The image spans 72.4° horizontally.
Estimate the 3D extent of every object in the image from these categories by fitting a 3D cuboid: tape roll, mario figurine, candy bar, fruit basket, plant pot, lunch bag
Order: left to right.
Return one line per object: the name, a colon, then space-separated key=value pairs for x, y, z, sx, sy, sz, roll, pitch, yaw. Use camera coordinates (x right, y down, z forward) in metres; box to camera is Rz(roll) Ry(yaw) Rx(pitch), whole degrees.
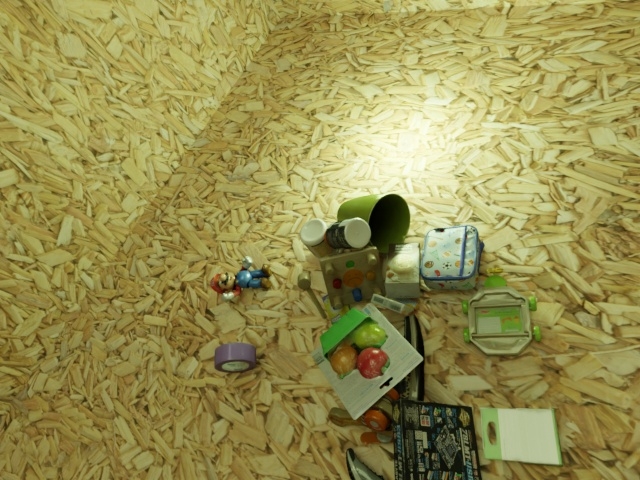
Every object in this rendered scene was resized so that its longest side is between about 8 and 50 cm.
tape roll: x=-0.390 y=0.540 z=2.008 sx=0.189 sy=0.189 sz=0.080 roll=-18 pitch=55 yaw=17
mario figurine: x=-0.423 y=0.198 z=2.243 sx=0.321 sy=0.170 sz=0.198 roll=-10 pitch=22 yaw=13
fruit basket: x=0.166 y=0.442 z=1.658 sx=0.327 sy=0.165 sz=0.353 roll=-41 pitch=46 yaw=-3
plant pot: x=0.223 y=-0.102 z=2.068 sx=0.294 sy=0.275 sz=0.274 roll=17 pitch=69 yaw=51
candy bar: x=0.357 y=0.260 z=1.902 sx=0.162 sy=0.018 sz=0.040 roll=17 pitch=70 yaw=35
lunch bag: x=0.553 y=0.063 z=1.833 sx=0.243 sy=0.115 sz=0.303 roll=-5 pitch=48 yaw=29

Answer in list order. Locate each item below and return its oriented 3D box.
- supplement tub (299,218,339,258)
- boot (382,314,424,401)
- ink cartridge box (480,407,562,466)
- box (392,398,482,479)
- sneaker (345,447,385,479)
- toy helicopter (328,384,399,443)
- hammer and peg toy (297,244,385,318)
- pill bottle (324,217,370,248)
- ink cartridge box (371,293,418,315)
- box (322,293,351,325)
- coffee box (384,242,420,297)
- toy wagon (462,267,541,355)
supplement tub: x=0.000 y=0.000 z=2.131 sx=0.145 sy=0.199 sz=0.144 roll=-13 pitch=56 yaw=20
boot: x=0.264 y=0.484 z=1.744 sx=0.285 sy=0.138 sz=0.377 roll=-7 pitch=64 yaw=24
ink cartridge box: x=0.671 y=0.656 z=1.472 sx=0.235 sy=0.056 sz=0.171 roll=-9 pitch=57 yaw=26
box: x=0.389 y=0.700 z=1.469 sx=0.073 sy=0.294 sz=0.295 roll=129 pitch=149 yaw=-55
sneaker: x=0.178 y=0.873 z=1.581 sx=0.108 sy=0.100 sz=0.271 roll=-24 pitch=45 yaw=-18
toy helicopter: x=0.178 y=0.679 z=1.650 sx=0.355 sy=0.235 sz=0.140 roll=-19 pitch=23 yaw=43
hammer and peg toy: x=0.091 y=0.178 z=1.911 sx=0.362 sy=0.265 sz=0.127 roll=-14 pitch=28 yaw=3
pill bottle: x=0.105 y=-0.025 z=1.926 sx=0.130 sy=0.130 sz=0.246 roll=-61 pitch=21 yaw=-16
ink cartridge box: x=0.309 y=0.275 z=1.820 sx=0.146 sy=0.179 sz=0.045 roll=17 pitch=81 yaw=34
box: x=0.082 y=0.316 z=1.995 sx=0.105 sy=0.043 sz=0.179 roll=-29 pitch=54 yaw=8
coffee box: x=0.356 y=0.125 z=1.876 sx=0.141 sy=0.098 sz=0.246 roll=-2 pitch=40 yaw=15
toy wagon: x=0.690 y=0.271 z=1.691 sx=0.268 sy=0.068 sz=0.344 roll=-7 pitch=58 yaw=24
